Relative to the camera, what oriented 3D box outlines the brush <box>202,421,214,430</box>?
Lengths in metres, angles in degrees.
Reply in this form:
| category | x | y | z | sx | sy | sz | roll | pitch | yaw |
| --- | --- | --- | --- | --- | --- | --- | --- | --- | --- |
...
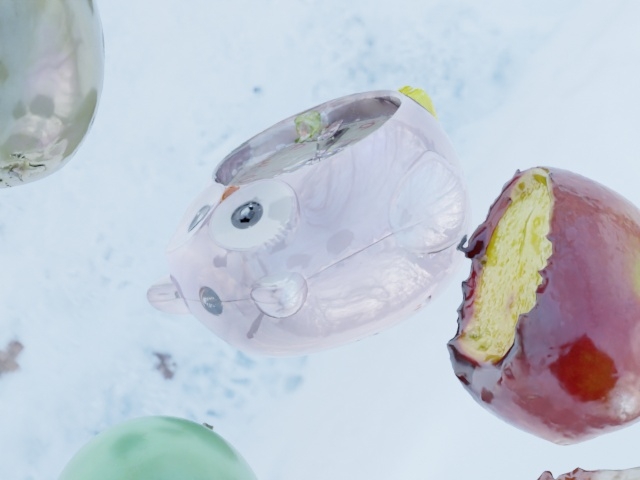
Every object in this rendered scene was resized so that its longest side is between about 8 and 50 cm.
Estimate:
| category | x | y | z | sx | sy | sz | roll | pitch | yaw |
| --- | --- | --- | --- | --- | --- | --- | --- | --- | --- |
| brush | -0.183 | 0.370 | 1.417 | 0.020 | 0.085 | 0.336 | 19 | 76 | -3 |

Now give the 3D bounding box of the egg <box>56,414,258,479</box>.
| category | x | y | z | sx | sy | sz | roll | pitch | yaw |
| --- | --- | --- | --- | --- | --- | --- | --- | --- | --- |
| egg | -0.152 | 0.299 | 1.182 | 0.220 | 0.220 | 0.269 | -5 | 98 | -29 |

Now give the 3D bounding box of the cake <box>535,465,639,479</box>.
| category | x | y | z | sx | sy | sz | roll | pitch | yaw |
| --- | --- | --- | --- | --- | --- | --- | --- | --- | --- |
| cake | 0.250 | 0.291 | 0.676 | 0.270 | 0.319 | 0.269 | 42 | 54 | -23 |

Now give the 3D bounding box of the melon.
| category | x | y | z | sx | sy | sz | roll | pitch | yaw |
| --- | --- | --- | --- | --- | --- | --- | --- | --- | --- |
| melon | -0.333 | -0.199 | 1.278 | 0.223 | 0.223 | 0.317 | 4 | 64 | -30 |

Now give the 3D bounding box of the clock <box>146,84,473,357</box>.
| category | x | y | z | sx | sy | sz | roll | pitch | yaw |
| --- | --- | --- | --- | --- | --- | --- | --- | --- | --- |
| clock | 0.000 | 0.000 | 1.545 | 0.377 | 0.368 | 0.250 | -38 | 114 | -37 |

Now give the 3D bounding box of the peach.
| category | x | y | z | sx | sy | sz | roll | pitch | yaw |
| --- | --- | --- | --- | --- | --- | --- | --- | --- | --- |
| peach | 0.193 | 0.049 | 1.036 | 0.196 | 0.190 | 0.226 | -26 | 86 | 14 |
